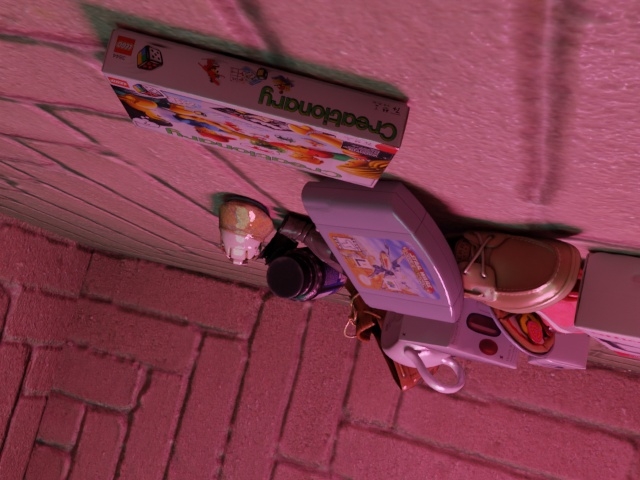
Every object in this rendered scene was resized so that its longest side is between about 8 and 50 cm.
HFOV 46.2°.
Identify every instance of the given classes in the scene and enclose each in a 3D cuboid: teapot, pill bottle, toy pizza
[{"bbox_3d":[0.267,0.194,1.714,0.187,0.256,0.252,26,177,-9],"label":"teapot"},{"bbox_3d":[-0.029,0.074,1.705,0.122,0.123,0.219,10,-173,25],"label":"pill bottle"},{"bbox_3d":[0.379,0.123,1.407,0.201,0.201,0.032,20,136,-35],"label":"toy pizza"}]

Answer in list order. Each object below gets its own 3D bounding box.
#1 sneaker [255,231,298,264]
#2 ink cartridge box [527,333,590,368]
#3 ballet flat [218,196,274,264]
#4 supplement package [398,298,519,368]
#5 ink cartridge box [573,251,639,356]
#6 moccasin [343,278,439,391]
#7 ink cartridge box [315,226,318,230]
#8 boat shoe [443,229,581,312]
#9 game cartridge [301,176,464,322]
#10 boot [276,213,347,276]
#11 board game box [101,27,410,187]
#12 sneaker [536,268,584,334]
[{"bbox_3d":[-0.100,0.024,1.735,0.051,0.089,0.170,30,177,9],"label":"sneaker"},{"bbox_3d":[0.550,0.213,1.723,0.093,0.154,0.212,12,170,5],"label":"ink cartridge box"},{"bbox_3d":[-0.168,-0.007,1.619,0.123,0.123,0.348,15,171,-4],"label":"ballet flat"},{"bbox_3d":[0.298,0.138,1.524,0.203,0.194,0.149,19,169,-32],"label":"supplement package"},{"bbox_3d":[0.573,0.127,1.230,0.226,0.131,0.306,8,171,37],"label":"ink cartridge box"},{"bbox_3d":[0.139,0.209,1.897,0.147,0.380,0.139,-28,159,-14],"label":"moccasin"},{"bbox_3d":[0.134,-0.002,1.399,0.208,0.045,0.206,4,167,42],"label":"ink cartridge box"},{"bbox_3d":[0.261,0.043,1.213,0.110,0.122,0.341,24,165,-27],"label":"boat shoe"},{"bbox_3d":[0.111,0.022,1.177,0.198,0.062,0.297,11,146,41],"label":"game cartridge"},{"bbox_3d":[0.000,0.000,1.592,0.161,0.084,0.246,25,174,12],"label":"boot"},{"bbox_3d":[-0.068,-0.137,0.829,0.305,0.053,0.193,14,172,-1],"label":"board game box"},{"bbox_3d":[0.438,0.100,1.324,0.313,0.116,0.136,19,169,-29],"label":"sneaker"}]
